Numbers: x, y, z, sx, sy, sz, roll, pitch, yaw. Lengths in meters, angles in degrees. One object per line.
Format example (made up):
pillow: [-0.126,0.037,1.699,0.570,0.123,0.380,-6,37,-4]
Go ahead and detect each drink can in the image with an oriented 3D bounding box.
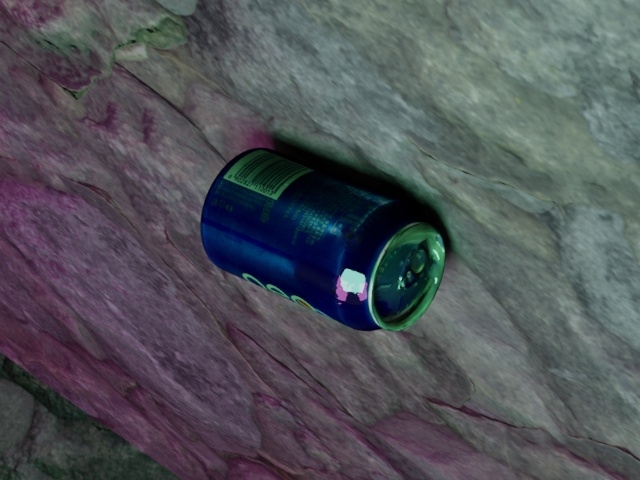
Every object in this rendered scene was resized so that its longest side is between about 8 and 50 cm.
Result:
drink can: [0.000,0.000,1.526,0.205,0.118,0.118,24,154,38]
